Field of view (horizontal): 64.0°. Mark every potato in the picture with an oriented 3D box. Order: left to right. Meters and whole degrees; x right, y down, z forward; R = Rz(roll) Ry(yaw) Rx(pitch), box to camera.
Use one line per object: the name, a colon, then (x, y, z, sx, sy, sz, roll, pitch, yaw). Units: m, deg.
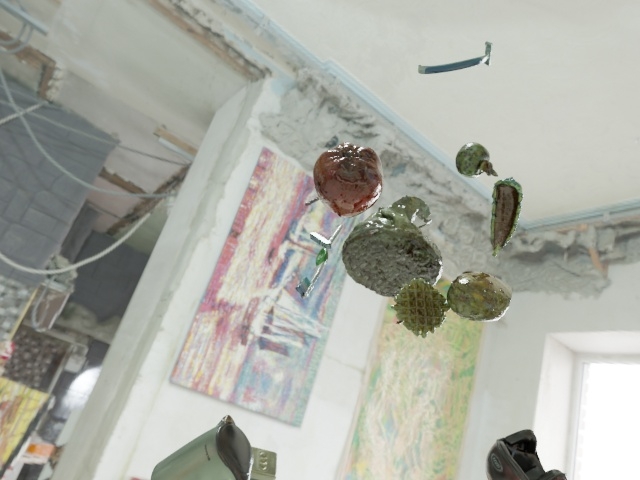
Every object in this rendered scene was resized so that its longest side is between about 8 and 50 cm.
potato: (0.511, 0.172, 1.608, 0.298, 0.176, 0.141, -6, -40, -46)

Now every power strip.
power strip: (-0.269, 0.726, 1.683, 0.257, 0.070, 0.105, 18, 23, -12)

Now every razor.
razor: (0.349, -0.457, 1.326, 0.191, 0.037, 0.068, -12, -35, 4)

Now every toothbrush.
toothbrush: (0.009, 0.051, 1.566, 0.042, 0.418, 0.040, -28, -76, 30)

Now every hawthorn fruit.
hawthorn fruit: (0.067, -0.141, 1.290, 0.185, 0.185, 0.202, 15, -38, 7)

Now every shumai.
shumai: (0.293, 0.010, 2.081, 0.396, 0.348, 0.394, 6, -50, 8)

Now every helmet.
helmet: (0.565, 0.646, 1.427, 0.216, 0.193, 0.189, 29, 16, -21)

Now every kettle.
kettle: (-0.305, 0.641, 1.389, 0.255, 0.240, 0.165, -36, -38, 13)

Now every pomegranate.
pomegranate: (0.517, -0.256, 1.690, 0.161, 0.122, 0.122, 39, -6, 37)

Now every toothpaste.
toothpaste: (0.000, 0.000, 1.437, 0.083, 0.017, 0.020, 33, -48, 45)

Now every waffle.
waffle: (0.329, 0.221, 1.686, 0.183, 0.169, 0.036, 41, -11, -1)

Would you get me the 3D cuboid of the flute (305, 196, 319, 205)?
flute: (0.065, -0.169, 1.606, 0.014, 0.270, 0.014, 47, -25, 30)

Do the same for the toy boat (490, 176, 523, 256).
toy boat: (0.655, -0.088, 1.826, 0.109, 0.099, 0.292, 19, -58, 32)

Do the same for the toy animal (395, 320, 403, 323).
toy animal: (0.336, 0.266, 1.786, 0.220, 0.086, 0.069, -12, -23, -42)
